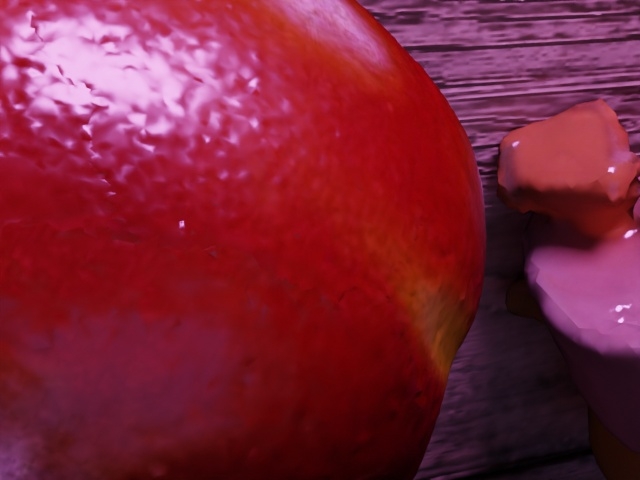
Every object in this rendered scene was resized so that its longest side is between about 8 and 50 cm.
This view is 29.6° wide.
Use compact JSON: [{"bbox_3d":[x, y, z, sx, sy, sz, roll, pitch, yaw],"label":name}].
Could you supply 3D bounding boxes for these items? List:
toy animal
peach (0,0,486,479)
[{"bbox_3d":[0.206,0.062,0.655,0.195,0.169,0.281,-5,140,27],"label":"toy animal"},{"bbox_3d":[-0.092,0.005,0.428,0.362,0.201,0.257,28,107,-31],"label":"peach"}]
